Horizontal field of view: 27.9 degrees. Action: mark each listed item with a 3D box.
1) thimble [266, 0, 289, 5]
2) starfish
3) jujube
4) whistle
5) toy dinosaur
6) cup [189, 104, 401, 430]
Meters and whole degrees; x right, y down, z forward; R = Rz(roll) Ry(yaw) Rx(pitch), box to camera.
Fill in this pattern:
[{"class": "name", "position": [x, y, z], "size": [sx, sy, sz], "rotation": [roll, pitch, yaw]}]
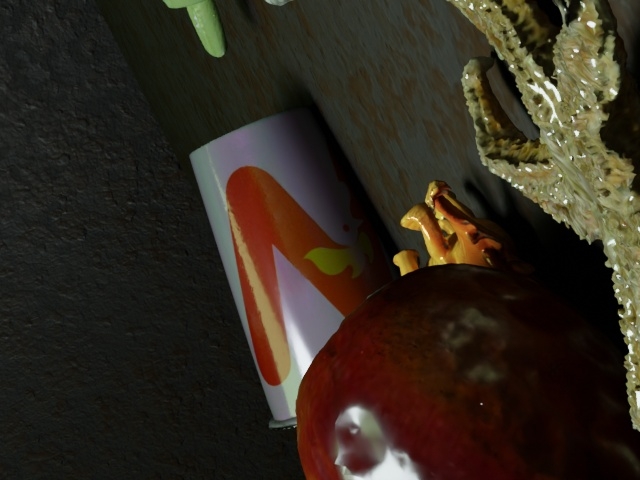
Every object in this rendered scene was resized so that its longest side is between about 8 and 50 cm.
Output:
[{"class": "thimble", "position": [-0.020, -0.215, 0.829], "size": [0.115, 0.090, 0.102], "rotation": [53, 172, 30]}, {"class": "starfish", "position": [0.133, -0.041, 0.616], "size": [0.302, 0.060, 0.299], "rotation": [134, 113, -87]}, {"class": "jujube", "position": [0.129, 0.158, 0.791], "size": [0.318, 0.223, 0.223], "rotation": [44, 168, 12]}, {"class": "whistle", "position": [-0.134, -0.281, 1.261], "size": [0.105, 0.085, 0.227], "rotation": [50, 165, 52]}, {"class": "toy dinosaur", "position": [0.111, 0.021, 0.922], "size": [0.117, 0.070, 0.288], "rotation": [48, 173, 10]}, {"class": "cup", "position": [-0.017, 0.022, 1.298], "size": [0.203, 0.203, 0.288], "rotation": [155, 92, -81]}]
